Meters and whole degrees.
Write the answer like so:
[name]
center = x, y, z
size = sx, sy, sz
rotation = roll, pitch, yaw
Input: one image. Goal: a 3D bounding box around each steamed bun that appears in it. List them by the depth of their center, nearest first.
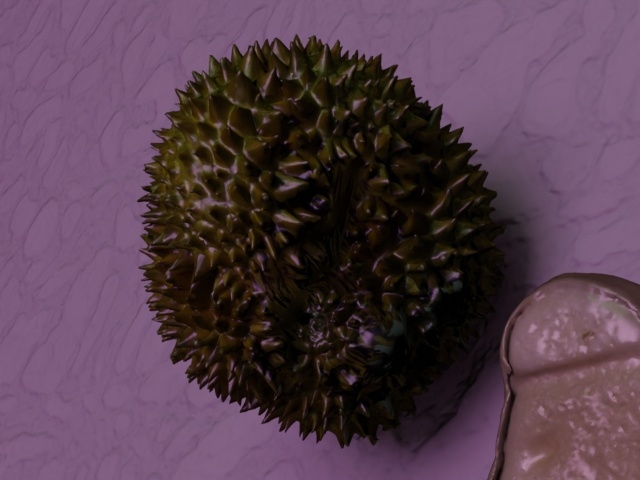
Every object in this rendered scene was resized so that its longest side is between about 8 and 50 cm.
[steamed bun]
center = 0.192, 0.118, 0.913
size = 0.231, 0.110, 0.213
rotation = -27, 65, 33

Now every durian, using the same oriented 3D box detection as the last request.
[durian]
center = 0.000, 0.000, 1.114
size = 0.291, 0.291, 0.224
rotation = -65, 14, -7
